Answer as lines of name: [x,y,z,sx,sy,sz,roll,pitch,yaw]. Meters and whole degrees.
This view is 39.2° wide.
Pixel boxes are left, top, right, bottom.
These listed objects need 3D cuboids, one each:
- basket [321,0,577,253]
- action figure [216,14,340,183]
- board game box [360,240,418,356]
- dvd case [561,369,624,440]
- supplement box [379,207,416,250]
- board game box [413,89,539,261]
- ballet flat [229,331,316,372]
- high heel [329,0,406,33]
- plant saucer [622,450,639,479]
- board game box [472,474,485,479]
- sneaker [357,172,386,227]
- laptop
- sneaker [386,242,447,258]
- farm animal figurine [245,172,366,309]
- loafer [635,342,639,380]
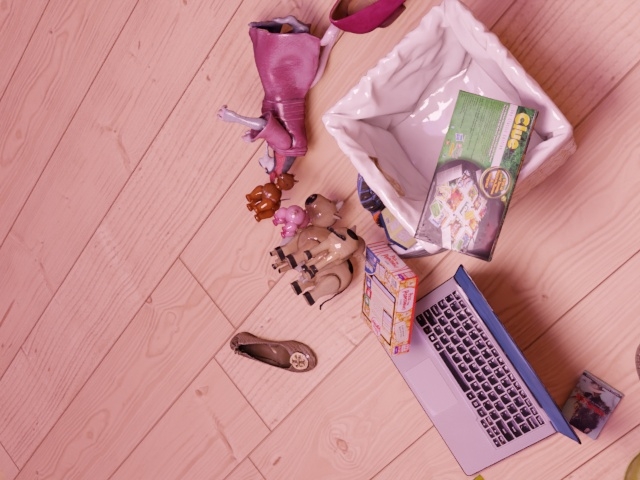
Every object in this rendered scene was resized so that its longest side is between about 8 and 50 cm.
basket: [0.249,-0.199,1.645,0.331,0.266,0.328,-42,76,16]
action figure: [-0.071,-0.297,1.968,0.276,0.248,0.370,-3,101,8]
board game box: [0.140,0.121,1.874,0.147,0.045,0.193,-130,35,-48]
dvd case: [0.535,0.327,1.784,0.087,0.013,0.119,34,118,23]
supplement box: [0.175,-0.042,1.827,0.083,0.056,0.083,-42,39,25]
board game box: [0.257,-0.107,1.490,0.136,0.030,0.259,20,97,20]
ballet flat: [-0.123,0.275,2.197,0.250,0.058,0.084,12,109,32]
high heel: [0.167,-0.543,1.707,0.127,0.181,0.377,46,123,17]
plant saucer: [0.697,0.484,1.699,0.241,0.037,0.240,9,107,33]
board game box: [0.318,0.608,1.989,0.092,0.043,0.181,49,124,15]
sneaker: [0.110,-0.104,1.863,0.083,0.221,0.087,-29,63,-2]
laptop: [0.291,0.279,1.803,0.408,0.236,0.382,-39,79,35]
sneaker: [0.241,-0.027,1.862,0.258,0.094,0.091,-20,72,32]
farm animal figurine: [0.000,0.000,1.913,0.330,0.172,0.326,46,161,44]
loafer: [0.678,0.287,1.632,0.102,0.092,0.268,-48,58,32]
